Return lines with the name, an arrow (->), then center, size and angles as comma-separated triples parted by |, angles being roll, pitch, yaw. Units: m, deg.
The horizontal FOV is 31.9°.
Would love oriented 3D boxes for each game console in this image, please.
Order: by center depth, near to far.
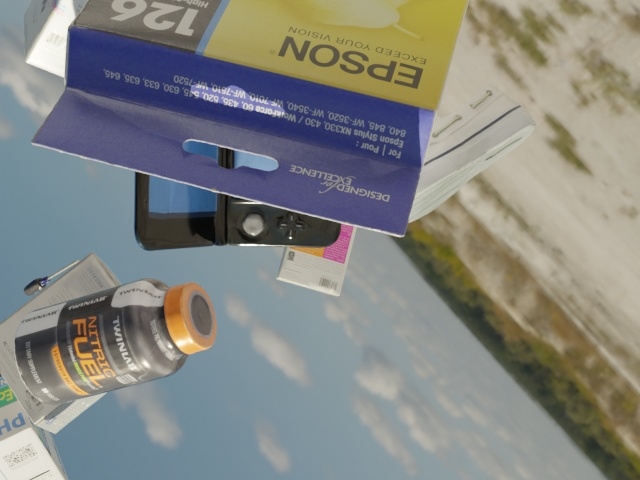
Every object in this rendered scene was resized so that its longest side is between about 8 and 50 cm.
game console -> -0.096, -0.133, 1.419 | 0.173, 0.250, 0.293 | -70, -18, -85

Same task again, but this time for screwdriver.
screwdriver -> -0.475, 0.065, 1.993 | 0.025, 0.170, 0.024 | 25, -128, -43

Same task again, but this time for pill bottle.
pill bottle -> -0.258, 0.124, 1.439 | 0.130, 0.245, 0.130 | 52, -151, -45

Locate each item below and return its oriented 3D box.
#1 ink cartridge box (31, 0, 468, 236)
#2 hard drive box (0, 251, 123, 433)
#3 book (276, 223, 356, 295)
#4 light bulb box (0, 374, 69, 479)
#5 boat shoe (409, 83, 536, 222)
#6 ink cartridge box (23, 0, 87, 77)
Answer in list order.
ink cartridge box -> -0.041, -0.165, 0.931 | 0.303, 0.307, 0.072 | 14, 136, 5
hard drive box -> -0.396, 0.164, 1.796 | 0.181, 0.232, 0.089 | 50, 175, 21
book -> 0.000, 0.000, 1.649 | 0.096, 0.144, 0.035 | 17, 171, -9
light bulb box -> -0.730, 0.427, 2.235 | 0.225, 0.358, 0.361 | 59, 165, 30
boat shoe -> 0.123, -0.090, 1.149 | 0.076, 0.226, 0.083 | 49, 143, 14
ink cartridge box -> -0.330, -0.332, 1.604 | 0.128, 0.176, 0.127 | 21, -144, -31
